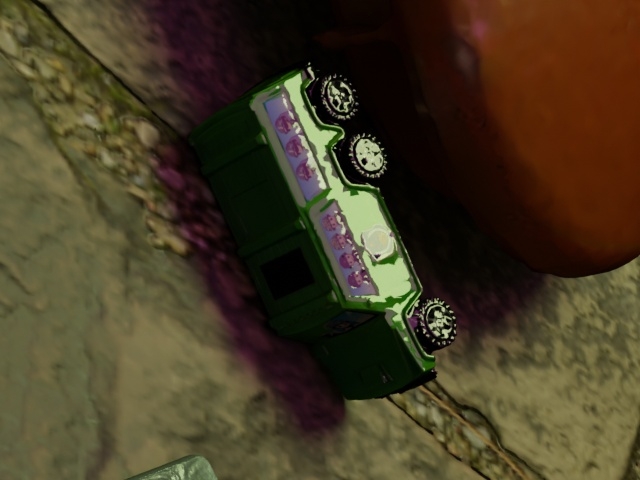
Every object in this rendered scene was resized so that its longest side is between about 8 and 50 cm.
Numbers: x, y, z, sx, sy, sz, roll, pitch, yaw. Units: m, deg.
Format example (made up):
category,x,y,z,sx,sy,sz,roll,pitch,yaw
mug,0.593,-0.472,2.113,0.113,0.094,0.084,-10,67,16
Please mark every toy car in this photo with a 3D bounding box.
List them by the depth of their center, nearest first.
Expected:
category,x,y,z,sx,sy,sz,roll,pitch,yaw
toy car,0.000,0.000,0.943,0.062,0.071,0.165,-23,89,-41

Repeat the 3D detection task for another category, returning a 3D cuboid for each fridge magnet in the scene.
category,x,y,z,sx,sy,sz,roll,pitch,yaw
fridge magnet,0.122,-0.160,1.079,0.363,0.155,0.363,8,81,-57

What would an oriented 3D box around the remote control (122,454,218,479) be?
category,x,y,z,sx,sy,sz,roll,pitch,yaw
remote control,-0.077,0.123,0.806,0.124,0.018,0.053,-13,79,-55
